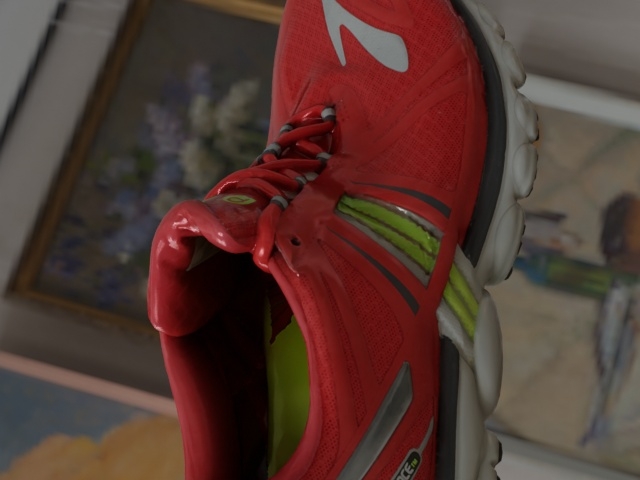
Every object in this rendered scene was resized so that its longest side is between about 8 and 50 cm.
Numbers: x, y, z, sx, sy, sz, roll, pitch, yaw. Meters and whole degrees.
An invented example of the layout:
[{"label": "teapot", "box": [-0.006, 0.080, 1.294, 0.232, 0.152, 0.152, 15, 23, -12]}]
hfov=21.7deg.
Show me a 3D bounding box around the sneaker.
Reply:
[{"label": "sneaker", "box": [0.000, 0.000, 0.560, 0.118, 0.107, 0.279, 28, -130, -34]}]
